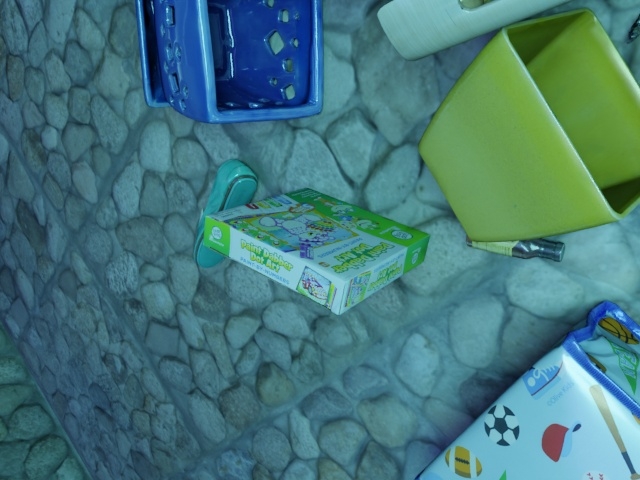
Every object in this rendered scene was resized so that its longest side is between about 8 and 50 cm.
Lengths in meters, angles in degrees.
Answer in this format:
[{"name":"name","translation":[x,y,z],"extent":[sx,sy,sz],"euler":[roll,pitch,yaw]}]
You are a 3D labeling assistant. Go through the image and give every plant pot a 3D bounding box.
[{"name":"plant pot","translation":[-0.148,-0.309,0.847],"extent":[0.212,0.235,0.236],"euler":[15,113,40]},{"name":"plant pot","translation":[0.245,-0.113,0.641],"extent":[0.187,0.212,0.212],"euler":[-33,85,52]}]

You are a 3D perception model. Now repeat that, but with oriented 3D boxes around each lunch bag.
[{"name":"lunch bag","translation":[0.374,0.326,0.666],"extent":[0.385,0.238,0.328],"euler":[46,125,24]}]

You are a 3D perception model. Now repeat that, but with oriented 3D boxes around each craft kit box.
[{"name":"craft kit box","translation":[0.000,0.000,0.822],"extent":[0.246,0.249,0.061],"euler":[26,118,27]}]

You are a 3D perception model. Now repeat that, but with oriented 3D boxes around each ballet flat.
[{"name":"ballet flat","translation":[-0.191,-0.056,1.068],"extent":[0.247,0.083,0.087],"euler":[-59,45,34]}]

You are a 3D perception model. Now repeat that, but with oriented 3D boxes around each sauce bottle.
[{"name":"sauce bottle","translation":[0.268,0.002,0.758],"extent":[0.128,0.042,0.042],"euler":[13,113,31]}]

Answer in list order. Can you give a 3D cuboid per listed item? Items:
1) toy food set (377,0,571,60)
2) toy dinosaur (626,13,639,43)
[{"name":"toy food set","translation":[0.209,-0.287,0.542],"extent":[0.219,0.306,0.092],"euler":[-10,116,38]},{"name":"toy dinosaur","translation":[0.401,-0.239,0.563],"extent":[0.118,0.064,0.268],"euler":[23,119,12]}]
